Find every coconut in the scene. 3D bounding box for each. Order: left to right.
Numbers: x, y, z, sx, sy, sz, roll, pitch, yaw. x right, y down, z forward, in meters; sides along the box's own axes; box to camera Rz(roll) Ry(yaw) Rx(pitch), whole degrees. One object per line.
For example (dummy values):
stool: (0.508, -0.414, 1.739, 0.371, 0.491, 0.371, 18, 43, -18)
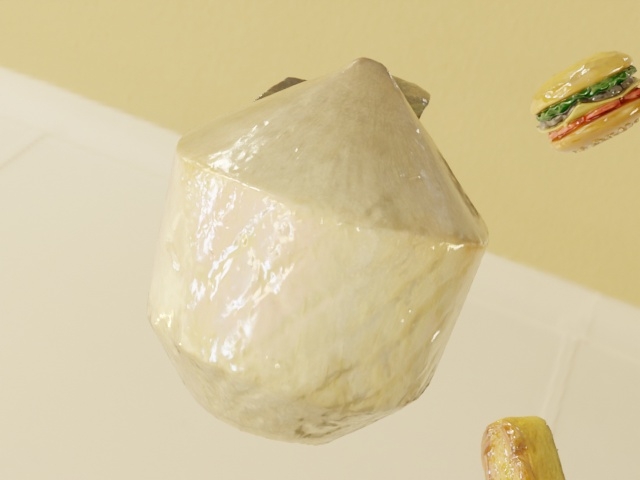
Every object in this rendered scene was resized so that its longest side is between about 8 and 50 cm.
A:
coconut: (0.000, 0.000, 1.051, 0.329, 0.328, 0.328, 11, -148, -7)

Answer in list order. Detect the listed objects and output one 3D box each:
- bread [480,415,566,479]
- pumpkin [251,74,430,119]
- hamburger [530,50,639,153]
bread: (0.293, 0.361, 1.681, 0.094, 0.102, 0.245, -3, -114, -25)
pumpkin: (0.028, -0.115, 1.569, 0.258, 0.095, 0.290, 3, -131, -7)
hamburger: (0.368, -0.188, 1.664, 0.162, 0.162, 0.115, -28, -91, -48)
